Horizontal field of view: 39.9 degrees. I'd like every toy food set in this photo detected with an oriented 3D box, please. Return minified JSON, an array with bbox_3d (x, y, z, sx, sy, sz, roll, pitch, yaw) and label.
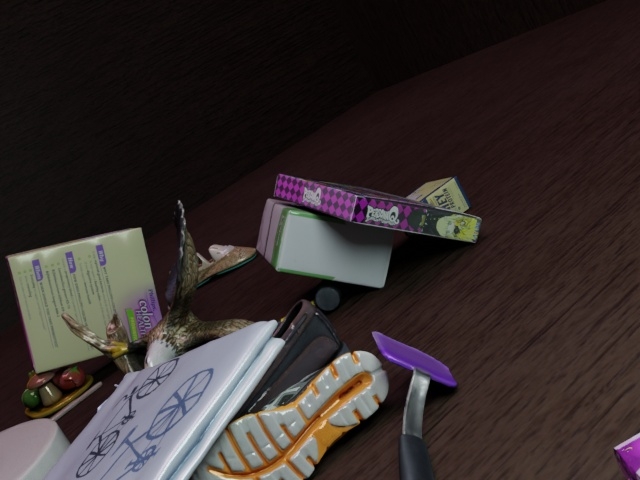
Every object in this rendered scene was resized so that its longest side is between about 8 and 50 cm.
[{"bbox_3d":[-0.488,0.261,1.607,0.128,0.071,0.218,-36,14,-28],"label":"toy food set"}]

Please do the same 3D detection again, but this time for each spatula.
[{"bbox_3d":[0.084,0.156,0.770,0.296,0.084,0.030,-80,15,-66],"label":"spatula"}]

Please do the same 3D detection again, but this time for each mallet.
[{"bbox_3d":[-0.049,0.117,1.278,0.190,0.039,0.062,-33,7,3],"label":"mallet"}]

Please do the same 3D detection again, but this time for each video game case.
[{"bbox_3d":[0.076,-0.048,1.253,0.210,0.042,0.232,9,6,-30],"label":"video game case"}]

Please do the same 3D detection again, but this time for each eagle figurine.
[{"bbox_3d":[-0.179,0.113,1.191,0.298,0.226,0.225,-41,42,28],"label":"eagle figurine"}]

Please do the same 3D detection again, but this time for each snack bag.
[{"bbox_3d":[-0.210,0.233,0.891,0.342,0.037,0.323,-25,23,49],"label":"snack bag"}]

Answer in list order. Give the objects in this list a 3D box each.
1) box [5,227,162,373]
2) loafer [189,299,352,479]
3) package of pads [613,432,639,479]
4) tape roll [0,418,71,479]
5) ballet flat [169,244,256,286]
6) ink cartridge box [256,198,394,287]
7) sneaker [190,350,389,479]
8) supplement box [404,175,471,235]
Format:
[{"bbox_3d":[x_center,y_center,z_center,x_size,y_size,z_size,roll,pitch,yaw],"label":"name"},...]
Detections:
[{"bbox_3d":[-0.434,0.104,1.631,0.243,0.213,0.117,-15,6,-20],"label":"box"},{"bbox_3d":[-0.097,0.179,0.978,0.302,0.095,0.109,-36,14,-30],"label":"loafer"},{"bbox_3d":[0.233,0.132,0.560,0.083,0.032,0.050,-29,9,1],"label":"package of pads"},{"bbox_3d":[-0.501,0.379,1.161,0.392,0.072,0.392,-28,11,6],"label":"tape roll"},{"bbox_3d":[-0.239,0.050,1.905,0.206,0.067,0.073,-28,12,8],"label":"ballet flat"},{"bbox_3d":[0.000,0.000,1.324,0.160,0.092,0.219,10,6,-13],"label":"ink cartridge box"},{"bbox_3d":[-0.030,0.188,0.859,0.215,0.084,0.083,-30,-2,-18],"label":"sneaker"},{"bbox_3d":[0.175,-0.054,1.394,0.083,0.056,0.083,-36,14,-28],"label":"supplement box"}]
